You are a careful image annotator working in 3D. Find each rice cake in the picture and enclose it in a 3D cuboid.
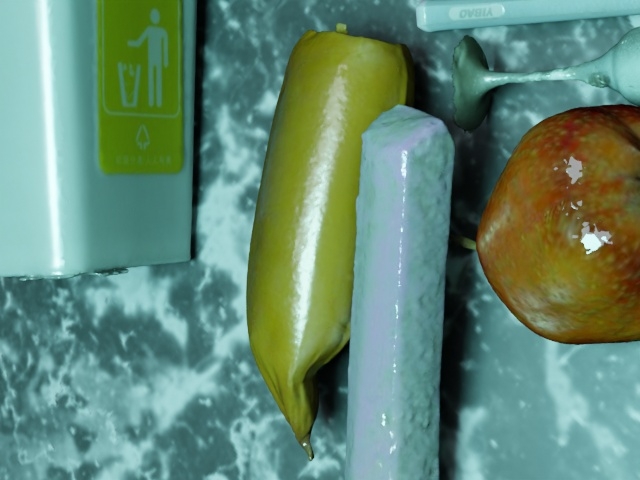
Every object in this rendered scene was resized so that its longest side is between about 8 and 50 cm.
[{"bbox_3d":[0.054,0.086,1.000,0.072,0.056,0.365,17,106,57],"label":"rice cake"}]

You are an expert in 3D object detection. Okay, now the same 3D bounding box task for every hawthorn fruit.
[{"bbox_3d":[0.170,0.002,0.943,0.203,0.162,0.163,-37,66,51],"label":"hawthorn fruit"}]

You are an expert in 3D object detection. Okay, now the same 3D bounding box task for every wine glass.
[{"bbox_3d":[0.214,-0.117,0.948,0.262,0.074,0.074,-1,85,35],"label":"wine glass"}]

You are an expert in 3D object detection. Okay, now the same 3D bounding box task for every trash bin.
[{"bbox_3d":[-0.247,-0.150,1.144,0.296,0.256,0.368,-3,92,28],"label":"trash bin"}]

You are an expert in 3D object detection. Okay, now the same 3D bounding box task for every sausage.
[{"bbox_3d":[-0.001,0.001,1.054,0.112,0.112,0.328,10,90,30],"label":"sausage"}]

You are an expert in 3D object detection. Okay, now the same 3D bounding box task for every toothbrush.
[{"bbox_3d":[0.210,-0.164,0.965,0.342,0.030,0.025,4,103,40],"label":"toothbrush"}]
